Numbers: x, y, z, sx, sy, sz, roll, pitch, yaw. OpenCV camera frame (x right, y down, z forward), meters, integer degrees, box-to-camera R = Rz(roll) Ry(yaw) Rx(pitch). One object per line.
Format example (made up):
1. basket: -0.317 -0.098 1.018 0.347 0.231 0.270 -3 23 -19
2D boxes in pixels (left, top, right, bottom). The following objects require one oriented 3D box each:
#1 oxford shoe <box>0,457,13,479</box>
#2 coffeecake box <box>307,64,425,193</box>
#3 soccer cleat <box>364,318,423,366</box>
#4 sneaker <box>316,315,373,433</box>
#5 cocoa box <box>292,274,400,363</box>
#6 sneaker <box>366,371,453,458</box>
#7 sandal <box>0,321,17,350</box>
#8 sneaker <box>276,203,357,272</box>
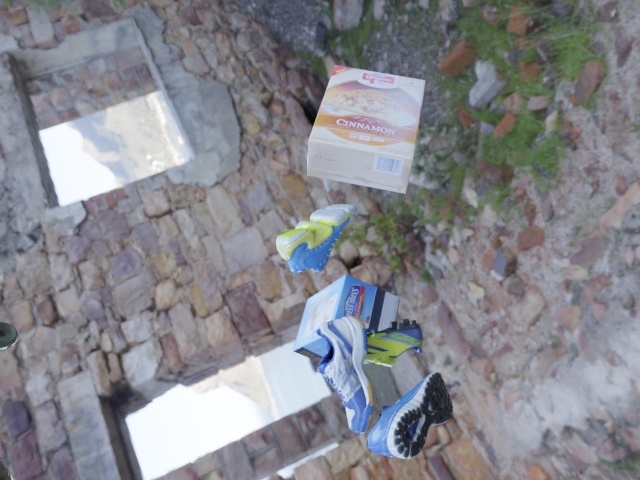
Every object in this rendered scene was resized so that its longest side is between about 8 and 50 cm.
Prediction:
1. oxford shoe: -0.849 0.740 1.481 0.130 0.123 0.348 64 -177 -72
2. coffeecake box: 0.070 -0.167 0.806 0.068 0.142 0.185 94 -172 -50
3. soccer cleat: 0.158 0.303 1.531 0.093 0.289 0.121 174 84 -72
4. sneaker: 0.054 0.345 1.409 0.112 0.131 0.296 154 110 -71
5. cocoa box: 0.085 0.306 1.994 0.347 0.228 0.231 -40 29 58
6. sneaker: 0.225 0.441 1.423 0.147 0.330 0.129 -22 89 41
7. sandal: -0.960 0.248 1.481 0.120 0.086 0.303 54 -155 18
8. sneaker: 0.000 0.000 1.372 0.091 0.240 0.126 21 131 54
